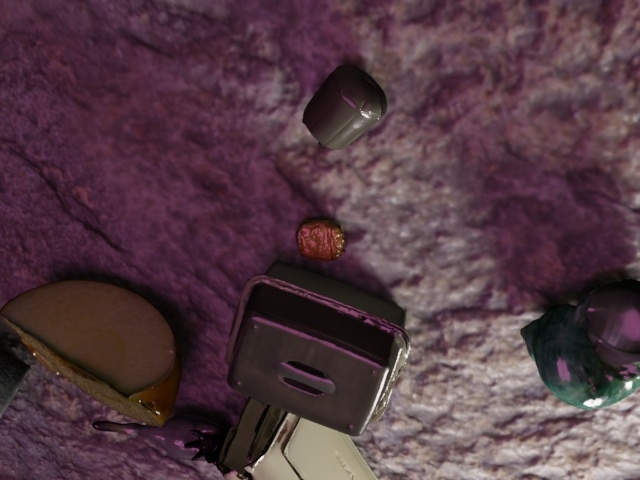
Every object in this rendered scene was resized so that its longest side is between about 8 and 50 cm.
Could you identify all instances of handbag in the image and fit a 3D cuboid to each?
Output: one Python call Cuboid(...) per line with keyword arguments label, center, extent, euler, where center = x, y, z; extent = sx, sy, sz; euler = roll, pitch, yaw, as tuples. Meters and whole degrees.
Cuboid(label="handbag", center=(-0.024, 0.462, 1.207), extent=(0.160, 0.237, 0.358), euler=(-24, 107, 23))

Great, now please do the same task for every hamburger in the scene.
Cuboid(label="hamburger", center=(0.000, 0.000, 1.080), extent=(0.083, 0.044, 0.076), euler=(3, 115, 12))

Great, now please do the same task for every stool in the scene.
Cuboid(label="stool", center=(0.033, -0.188, 0.949), extent=(0.096, 0.096, 0.110), euler=(43, 125, -7))

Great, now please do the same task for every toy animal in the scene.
Cuboid(label="toy animal", center=(-0.269, 0.385, 1.310), extent=(0.324, 0.090, 0.195), euler=(0, 159, 35))

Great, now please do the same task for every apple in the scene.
Cuboid(label="apple", center=(-0.405, 0.205, 1.223), extent=(0.346, 0.179, 0.254), euler=(26, 101, 11))

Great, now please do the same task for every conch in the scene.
Cuboid(label="conch", center=(0.405, 0.155, 0.996), extent=(0.202, 0.134, 0.196), euler=(10, 77, 17))

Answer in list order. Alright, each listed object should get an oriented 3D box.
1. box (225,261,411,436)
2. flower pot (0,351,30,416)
Cuboid(label="box", center=(-0.008, 0.179, 1.101), extent=(0.290, 0.166, 0.220), euler=(20, 119, 4))
Cuboid(label="flower pot", center=(-0.757, 0.274, 1.318), extent=(0.283, 0.299, 0.299), euler=(31, 121, -15))
